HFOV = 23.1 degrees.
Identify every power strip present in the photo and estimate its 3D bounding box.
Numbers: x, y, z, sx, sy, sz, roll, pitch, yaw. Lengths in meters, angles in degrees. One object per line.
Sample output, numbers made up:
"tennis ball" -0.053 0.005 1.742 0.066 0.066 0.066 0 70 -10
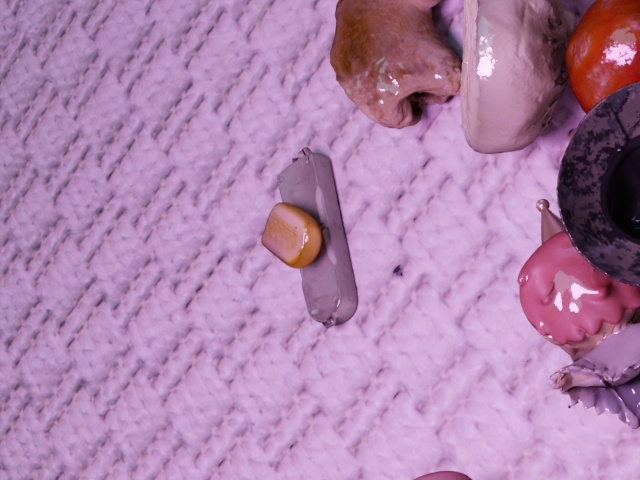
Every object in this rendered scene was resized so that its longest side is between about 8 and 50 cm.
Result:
"power strip" -0.002 0.000 2.307 0.080 0.048 0.285 -34 56 36

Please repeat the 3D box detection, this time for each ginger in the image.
"ginger" 0.114 -0.290 2.225 0.221 0.130 0.275 -49 54 11

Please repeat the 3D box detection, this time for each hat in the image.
"hat" 0.403 -0.059 1.844 0.266 0.128 0.265 -1 80 7

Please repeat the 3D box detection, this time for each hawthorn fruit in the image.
"hawthorn fruit" 0.384 -0.231 1.893 0.188 0.169 0.169 118 144 -56

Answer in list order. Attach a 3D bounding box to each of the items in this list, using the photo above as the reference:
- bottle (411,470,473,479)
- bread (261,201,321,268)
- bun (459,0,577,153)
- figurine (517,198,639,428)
"bottle" 0.197 0.429 1.899 0.206 0.173 0.297 -30 50 -5
"bread" -0.035 -0.006 2.269 0.115 0.056 0.082 29 103 53
"bun" 0.253 -0.247 2.020 0.146 0.287 0.287 4 77 4
"figurine" 0.334 0.093 1.876 0.207 0.166 0.387 -31 48 -6
